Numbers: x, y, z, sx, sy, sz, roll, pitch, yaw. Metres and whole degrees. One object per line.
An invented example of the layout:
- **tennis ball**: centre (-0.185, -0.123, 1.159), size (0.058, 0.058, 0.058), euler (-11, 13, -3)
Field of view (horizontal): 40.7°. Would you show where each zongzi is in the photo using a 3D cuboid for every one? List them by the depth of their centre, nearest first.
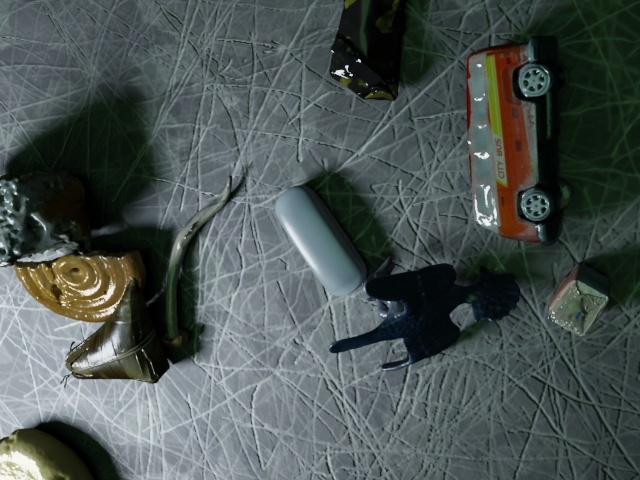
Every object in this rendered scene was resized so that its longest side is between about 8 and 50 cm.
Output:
- **zongzi**: centre (-0.351, 0.145, 1.392), size (0.187, 0.084, 0.184), euler (-5, 114, 19)

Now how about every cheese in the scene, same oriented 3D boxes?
- **cheese**: centre (-0.506, 0.441, 1.509), size (0.214, 0.117, 0.226), euler (-43, 81, 16)

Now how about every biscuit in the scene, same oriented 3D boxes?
- **biscuit**: centre (-0.383, 0.078, 1.403), size (0.224, 0.033, 0.145), euler (-3, 123, 14)

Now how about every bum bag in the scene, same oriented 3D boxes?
- **bum bag**: centre (0.072, -0.308, 1.174), size (0.106, 0.060, 0.233), euler (10, 106, 9)

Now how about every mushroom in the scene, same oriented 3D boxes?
- **mushroom**: centre (-0.204, 0.032, 1.358), size (0.068, 0.043, 0.306), euler (16, 105, -2)

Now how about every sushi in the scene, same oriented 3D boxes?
- **sushi**: centre (-0.476, -0.037, 1.359), size (0.274, 0.184, 0.140), euler (-7, 100, 19)

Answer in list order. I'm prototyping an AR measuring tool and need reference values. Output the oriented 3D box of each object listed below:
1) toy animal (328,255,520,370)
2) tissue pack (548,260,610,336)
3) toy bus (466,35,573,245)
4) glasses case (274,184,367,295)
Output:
- **toy animal**: centre (0.136, 0.095, 1.186), size (0.255, 0.239, 0.176), euler (-40, 50, -17)
- **tissue pack**: centre (0.342, 0.077, 1.138), size (0.058, 0.094, 0.074), euler (34, 111, 10)
- **toy bus**: centre (0.256, -0.127, 1.121), size (0.119, 0.121, 0.265), euler (1, 102, 28)
- **glasses case**: centre (0.000, 0.000, 1.271), size (0.067, 0.045, 0.179), euler (-35, 89, 23)
